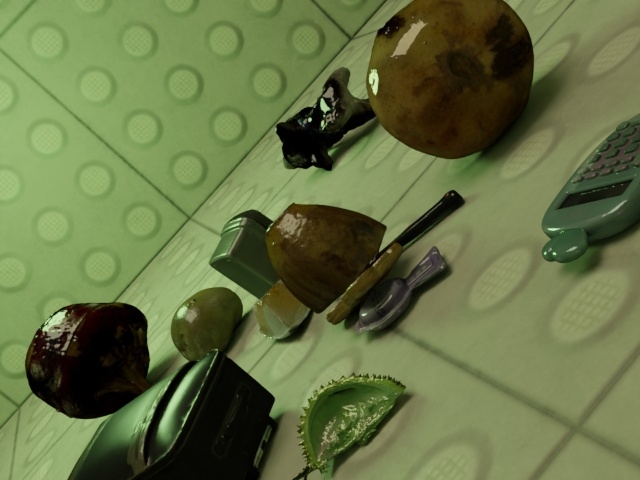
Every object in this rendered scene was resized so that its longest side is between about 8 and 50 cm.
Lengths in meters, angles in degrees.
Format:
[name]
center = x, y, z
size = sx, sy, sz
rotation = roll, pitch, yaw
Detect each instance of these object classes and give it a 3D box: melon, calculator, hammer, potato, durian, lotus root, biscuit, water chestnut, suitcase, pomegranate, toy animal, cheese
[melon]
center = -0.084, 0.137, 1.933
size = 0.139, 0.093, 0.202
rotation = -48, 8, 30
[calculator]
center = 0.388, -0.075, 1.272
size = 0.299, 0.041, 0.185
rotation = -51, 15, -23
[hammer]
center = 0.145, 0.003, 1.754
size = 0.288, 0.033, 0.111
rotation = -41, 16, 22
[potato]
center = -0.253, 0.185, 2.200
size = 0.194, 0.157, 0.157
rotation = -42, 9, -38
[durian]
center = 0.027, 0.257, 1.357
size = 0.215, 0.086, 0.100
rotation = -43, 29, 6
[lotus root]
center = 0.000, 0.000, 1.711
size = 0.188, 0.180, 0.199
rotation = -48, 6, 44
[biscuit]
center = 0.069, 0.086, 1.639
size = 0.153, 0.030, 0.234
rotation = -39, -9, -31
[water chestnut]
center = -0.547, 0.309, 2.417
size = 0.347, 0.335, 0.335
rotation = 13, 51, 26
[suitcase]
center = -0.275, 0.376, 1.649
size = 0.434, 0.194, 0.283
rotation = -35, 19, 34
[pomegranate]
center = 0.240, -0.311, 1.778
size = 0.322, 0.322, 0.322
rotation = -43, 16, 15
[toy animal]
center = -0.001, -0.309, 2.640
size = 0.344, 0.194, 0.302
rotation = -44, 9, 33
[cheese]
center = 0.127, 0.087, 1.569
size = 0.191, 0.042, 0.105
rotation = -43, 17, 12

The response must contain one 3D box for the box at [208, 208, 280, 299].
[box]
center = -0.122, 0.042, 2.053
size = 0.148, 0.210, 0.129
rotation = -21, 38, 59
